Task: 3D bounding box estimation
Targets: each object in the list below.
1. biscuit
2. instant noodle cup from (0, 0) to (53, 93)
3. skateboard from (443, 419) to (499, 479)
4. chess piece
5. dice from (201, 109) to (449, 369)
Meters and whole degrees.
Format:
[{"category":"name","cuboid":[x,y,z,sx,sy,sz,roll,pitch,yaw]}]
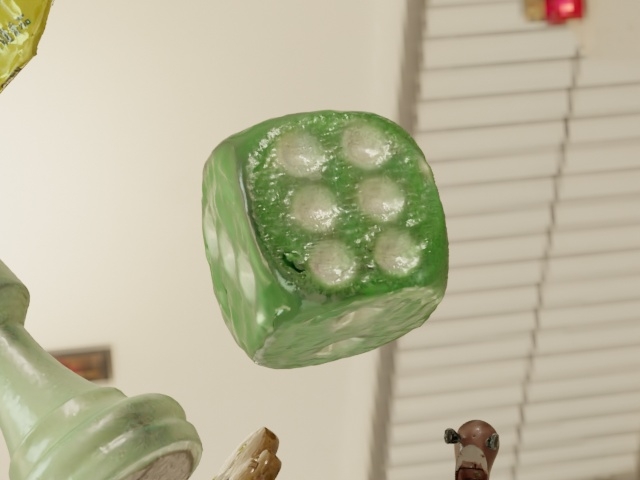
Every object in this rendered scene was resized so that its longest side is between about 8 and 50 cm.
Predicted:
[{"category":"biscuit","cuboid":[-0.107,0.301,2.008,0.180,0.039,0.236,-49,8,19]},{"category":"instant noodle cup","cuboid":[-0.398,-0.279,1.686,0.254,0.325,0.326,-76,-17,-77]},{"category":"skateboard","cuboid":[0.186,0.292,2.080,0.080,0.067,0.151,-28,-58,-71]},{"category":"chess piece","cuboid":[-0.269,0.141,1.588,0.299,0.194,0.194,47,154,20]},{"category":"dice","cuboid":[0.000,0.000,2.425,0.300,0.287,0.297,118,140,-62]}]
